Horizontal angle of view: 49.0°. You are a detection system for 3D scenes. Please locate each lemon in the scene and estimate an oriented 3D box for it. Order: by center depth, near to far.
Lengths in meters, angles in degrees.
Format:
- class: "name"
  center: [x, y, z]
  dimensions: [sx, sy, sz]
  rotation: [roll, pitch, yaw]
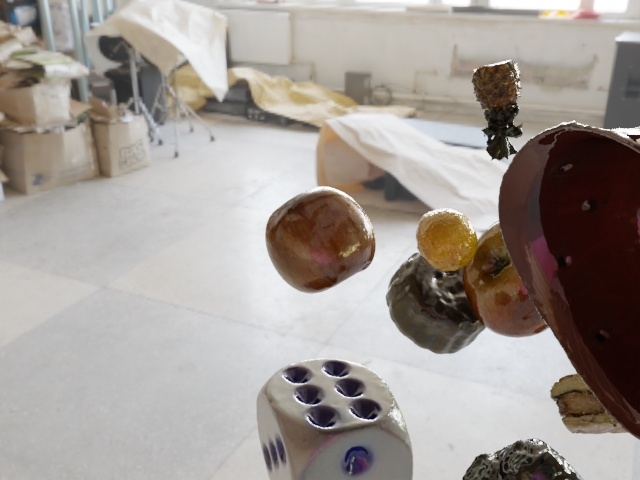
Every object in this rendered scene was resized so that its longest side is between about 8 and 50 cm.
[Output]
- class: "lemon"
  center: [0.293, -0.005, 1.651]
  dimensions: [0.142, 0.142, 0.187]
  rotation: [-8, 36, -14]

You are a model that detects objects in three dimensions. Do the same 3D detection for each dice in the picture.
- class: "dice"
  center: [0.021, 0.399, 1.392]
  dimensions: [0.243, 0.251, 0.259]
  rotation: [-10, 24, -16]

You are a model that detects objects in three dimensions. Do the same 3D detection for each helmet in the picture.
- class: "helmet"
  center: [0.391, 0.014, 0.740]
  dimensions: [0.230, 0.338, 0.385]
  rotation: [-19, 28, -11]

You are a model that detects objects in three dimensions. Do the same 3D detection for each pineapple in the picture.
- class: "pineapple"
  center: [0.464, -0.332, 1.808]
  dimensions: [0.128, 0.248, 0.128]
  rotation: [-10, 10, 2]

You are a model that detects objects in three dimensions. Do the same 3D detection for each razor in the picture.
- class: "razor"
  center: [0.399, 0.465, 1.181]
  dimensions: [0.189, 0.327, 0.107]
  rotation: [-37, 23, 33]

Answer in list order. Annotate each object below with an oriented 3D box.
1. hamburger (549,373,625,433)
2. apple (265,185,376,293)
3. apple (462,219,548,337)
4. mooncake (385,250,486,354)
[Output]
- class: "hamburger"
  center: [0.749, 0.428, 1.822]
  dimensions: [0.282, 0.245, 0.156]
  rotation: [17, 58, -24]
- class: "apple"
  center: [0.000, 0.000, 1.365]
  dimensions: [0.211, 0.188, 0.211]
  rotation: [-25, -5, -3]
- class: "apple"
  center: [0.482, 0.072, 1.697]
  dimensions: [0.277, 0.250, 0.309]
  rotation: [15, 66, 38]
- class: "mooncake"
  center: [0.327, 0.152, 1.900]
  dimensions: [0.290, 0.161, 0.291]
  rotation: [11, 52, -14]
